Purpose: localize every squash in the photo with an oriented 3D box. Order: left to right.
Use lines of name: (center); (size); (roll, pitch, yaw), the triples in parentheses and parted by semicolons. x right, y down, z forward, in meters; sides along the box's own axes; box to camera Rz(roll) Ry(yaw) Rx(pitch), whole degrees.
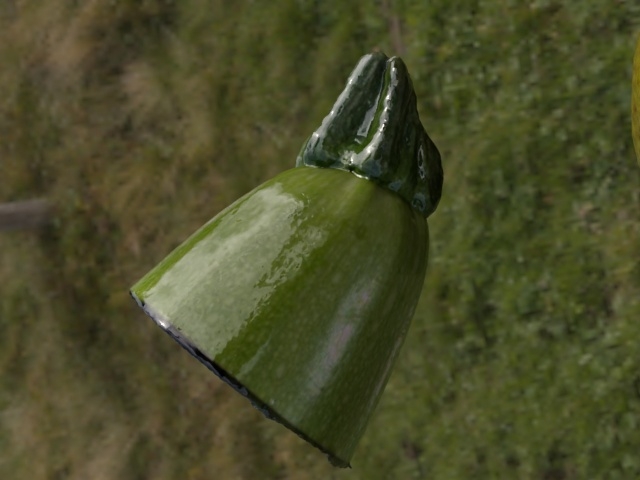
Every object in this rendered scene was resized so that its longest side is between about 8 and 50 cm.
squash: (0.008, 0.001, 0.539); (0.105, 0.132, 0.105); (37, 175, 4)

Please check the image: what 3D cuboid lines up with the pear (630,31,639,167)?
pear: (0.223, -0.058, 0.600); (0.197, 0.197, 0.197); (170, 90, -67)
